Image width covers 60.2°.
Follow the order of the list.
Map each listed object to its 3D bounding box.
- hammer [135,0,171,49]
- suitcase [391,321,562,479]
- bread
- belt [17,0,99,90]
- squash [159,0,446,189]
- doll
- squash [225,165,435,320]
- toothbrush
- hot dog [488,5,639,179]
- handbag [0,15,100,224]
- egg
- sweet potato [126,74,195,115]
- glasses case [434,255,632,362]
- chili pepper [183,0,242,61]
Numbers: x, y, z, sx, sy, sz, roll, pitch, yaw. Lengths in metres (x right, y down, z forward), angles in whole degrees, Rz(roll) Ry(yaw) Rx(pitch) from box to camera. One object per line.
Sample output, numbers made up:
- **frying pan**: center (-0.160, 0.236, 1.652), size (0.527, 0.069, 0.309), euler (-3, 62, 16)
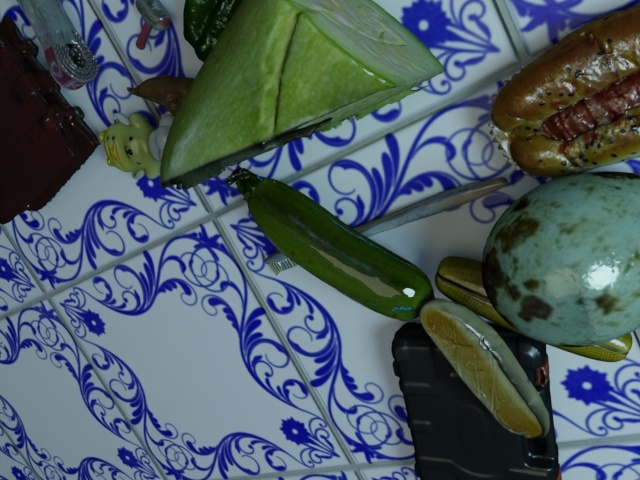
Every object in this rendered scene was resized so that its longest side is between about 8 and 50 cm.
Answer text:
- **hammer**: center (-0.240, -0.297, 0.768), size (0.052, 0.031, 0.083), euler (50, 135, 1)
- **suitcase**: center (0.219, 0.248, 0.773), size (0.206, 0.066, 0.286), euler (-4, 111, 28)
- **bread**: center (0.202, 0.147, 0.662), size (0.214, 0.053, 0.073), euler (51, 136, -6)
- **belt**: center (-0.404, -0.334, 0.804), size (0.053, 0.071, 0.232), euler (-14, 106, 38)
- **squash**: center (-0.054, -0.128, 0.628), size (0.210, 0.233, 0.309), euler (42, 123, 5)
- **doll**: center (-0.258, -0.142, 0.828), size (0.162, 0.062, 0.106), euler (1, 118, 25)
- **squash**: center (0.000, 0.000, 0.721), size (0.331, 0.087, 0.087), euler (35, 124, 15)
- **toothbrush**: center (0.069, -0.017, 0.744), size (0.375, 0.028, 0.037), euler (-21, 108, 33)
- **hot dog**: center (0.299, -0.150, 0.539), size (0.268, 0.075, 0.144), euler (-20, 106, 35)
- **handbag**: center (-0.524, -0.192, 0.930), size (0.275, 0.084, 0.260), euler (-29, 96, 33)
- **egg**: center (0.276, 0.012, 0.561), size (0.231, 0.169, 0.169), euler (-24, 104, -6)
- **sweet potato**: center (-0.184, -0.194, 0.765), size (0.205, 0.068, 0.060), euler (18, 162, 19)
- **glasses case**: center (0.252, 0.080, 0.669), size (0.234, 0.079, 0.064), euler (22, 112, 16)
- **chili pepper**: center (-0.094, -0.321, 0.653), size (0.099, 0.083, 0.253), euler (36, 129, 9)
